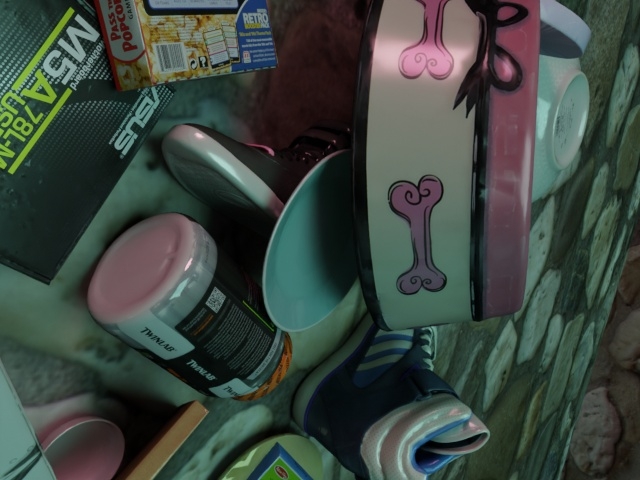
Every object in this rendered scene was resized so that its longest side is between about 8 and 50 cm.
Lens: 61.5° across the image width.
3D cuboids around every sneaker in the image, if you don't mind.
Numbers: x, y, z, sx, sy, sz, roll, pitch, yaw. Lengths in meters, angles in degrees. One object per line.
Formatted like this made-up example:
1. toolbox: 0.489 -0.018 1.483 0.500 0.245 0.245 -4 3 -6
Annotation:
1. sneaker: 0.143 0.199 0.744 0.323 0.236 0.130 -35 128 -36
2. sneaker: -0.033 -0.080 0.553 0.296 0.104 0.147 35 75 -55

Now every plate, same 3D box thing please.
1. plate: 0.000 0.000 0.528 0.188 0.024 0.188 -36 138 -41

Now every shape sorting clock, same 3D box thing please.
1. shape sorting clock: -0.077 0.346 0.698 0.206 0.040 0.206 -17 118 -35

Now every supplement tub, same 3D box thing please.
1. supplement tub: -0.109 0.072 0.503 0.117 0.117 0.190 -55 137 -19

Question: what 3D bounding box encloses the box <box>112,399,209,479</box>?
1. box: -0.180 0.226 0.465 0.021 0.164 0.201 43 63 -2

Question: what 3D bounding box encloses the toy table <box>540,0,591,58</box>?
1. toy table: 0.260 -0.356 0.691 0.274 0.252 0.161 9 106 -39

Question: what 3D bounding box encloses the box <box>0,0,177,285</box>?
1. box: -0.219 -0.090 0.373 0.184 0.045 0.191 43 71 -46

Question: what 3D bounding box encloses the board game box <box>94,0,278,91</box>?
1. board game box: -0.109 -0.224 0.413 0.147 0.045 0.193 -30 117 -50

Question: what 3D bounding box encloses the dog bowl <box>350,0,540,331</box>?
1. dog bowl: 0.159 -0.093 0.611 0.408 0.150 0.408 4 90 -71

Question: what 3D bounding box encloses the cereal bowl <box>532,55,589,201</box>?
1. cereal bowl: 0.363 -0.210 0.928 0.339 0.141 0.339 -22 120 -44

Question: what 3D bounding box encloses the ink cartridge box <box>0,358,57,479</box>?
1. ink cartridge box: -0.273 0.116 0.251 0.223 0.129 0.307 -33 147 -37

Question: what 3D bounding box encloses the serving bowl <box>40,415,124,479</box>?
1. serving bowl: -0.222 0.196 0.486 0.083 0.027 0.083 -21 119 -43
